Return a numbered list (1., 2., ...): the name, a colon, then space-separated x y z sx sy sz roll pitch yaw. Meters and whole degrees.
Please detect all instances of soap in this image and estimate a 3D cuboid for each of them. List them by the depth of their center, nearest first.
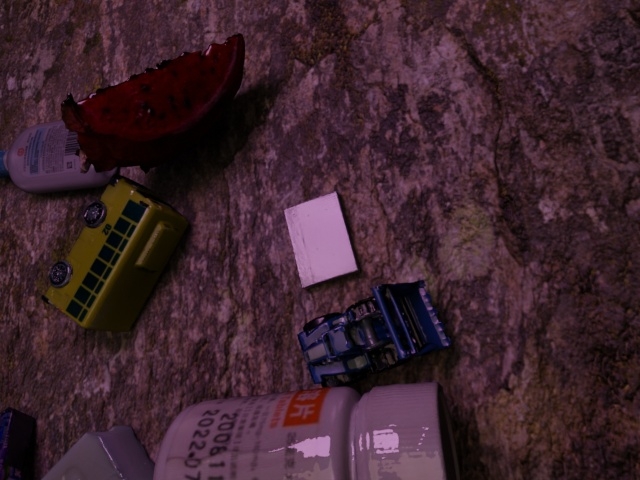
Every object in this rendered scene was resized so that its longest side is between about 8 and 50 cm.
1. soap: -0.405 0.464 0.792 0.289 0.095 0.173 -46 66 2

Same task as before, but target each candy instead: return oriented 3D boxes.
1. candy: -0.551 0.429 0.796 0.088 0.061 0.312 -40 37 7

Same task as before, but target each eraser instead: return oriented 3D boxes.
1. eraser: 0.000 0.000 0.819 0.104 0.023 0.150 -19 70 13

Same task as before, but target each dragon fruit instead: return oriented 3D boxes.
1. dragon fruit: -0.265 -0.208 0.855 0.344 0.282 0.100 -37 89 -25

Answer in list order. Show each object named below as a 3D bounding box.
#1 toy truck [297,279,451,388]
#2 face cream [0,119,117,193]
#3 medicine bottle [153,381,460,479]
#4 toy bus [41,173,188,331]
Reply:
1. toy truck: 0.072 0.138 0.702 0.208 0.126 0.113 -25 69 10
2. face cream: -0.594 -0.179 1.036 0.337 0.080 0.162 -5 75 18
3. medicine bottle: -0.011 0.306 0.639 0.372 0.211 0.210 -12 72 15
4. toy bus: -0.366 0.027 0.880 0.150 0.128 0.262 27 87 23
